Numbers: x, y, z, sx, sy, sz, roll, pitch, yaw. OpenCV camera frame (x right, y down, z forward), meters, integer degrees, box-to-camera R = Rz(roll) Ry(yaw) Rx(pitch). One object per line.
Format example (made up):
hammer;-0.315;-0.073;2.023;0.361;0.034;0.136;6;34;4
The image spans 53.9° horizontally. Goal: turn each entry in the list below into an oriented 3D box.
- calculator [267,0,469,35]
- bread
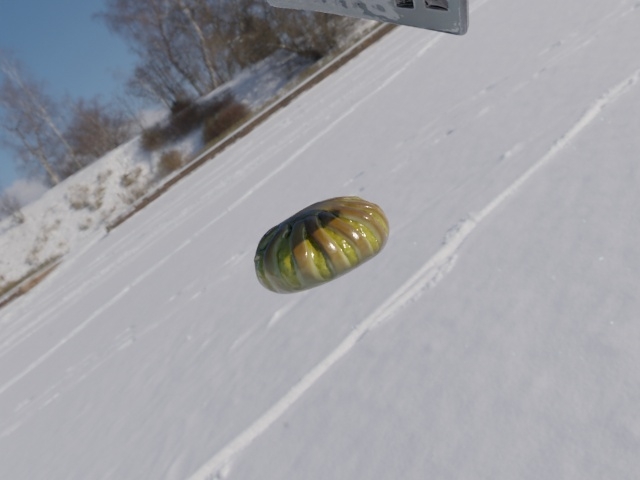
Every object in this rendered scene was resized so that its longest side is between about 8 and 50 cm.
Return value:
calculator;0.038;-0.290;0.684;0.161;0.261;0.021;48;-120;-68
bread;0.000;0.000;0.918;0.213;0.105;0.213;-20;10;4
